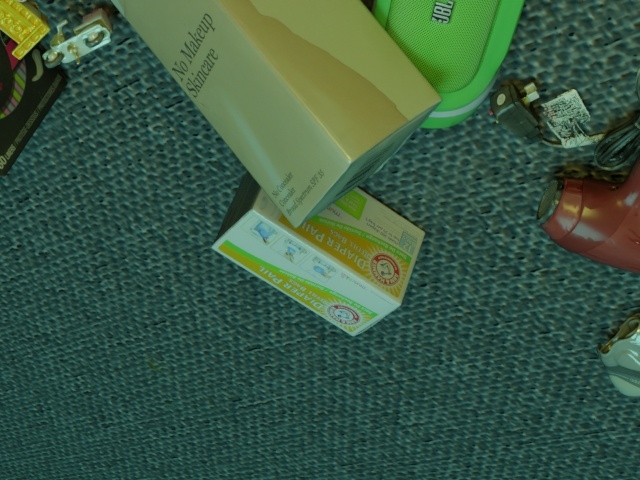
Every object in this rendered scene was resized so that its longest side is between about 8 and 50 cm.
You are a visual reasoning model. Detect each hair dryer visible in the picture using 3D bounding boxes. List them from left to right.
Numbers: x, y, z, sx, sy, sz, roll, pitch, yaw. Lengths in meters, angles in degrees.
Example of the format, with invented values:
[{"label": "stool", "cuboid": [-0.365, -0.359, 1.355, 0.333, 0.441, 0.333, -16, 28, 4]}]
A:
[{"label": "hair dryer", "cuboid": [0.310, -0.051, 1.223, 0.223, 0.080, 0.293, -10, 133, 35]}]

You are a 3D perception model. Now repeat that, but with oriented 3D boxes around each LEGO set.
[{"label": "LEGO set", "cuboid": [-0.322, -0.303, 1.251, 0.132, 0.107, 0.287, -23, 128, 0]}]

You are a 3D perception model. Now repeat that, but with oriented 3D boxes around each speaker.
[{"label": "speaker", "cuboid": [0.114, -0.231, 1.063, 0.131, 0.131, 0.296, 18, 143, 6]}]

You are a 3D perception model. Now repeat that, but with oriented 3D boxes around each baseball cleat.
[{"label": "baseball cleat", "cuboid": [0.407, 0.127, 1.403, 0.206, 0.072, 0.109, -16, 122, 35]}]

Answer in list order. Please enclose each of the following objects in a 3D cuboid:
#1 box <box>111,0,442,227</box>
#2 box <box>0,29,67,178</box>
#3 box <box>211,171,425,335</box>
[{"label": "box", "cuboid": [-0.055, -0.183, 1.104, 0.311, 0.121, 0.148, 50, 149, 6]}, {"label": "box", "cuboid": [-0.430, -0.203, 1.341, 0.143, 0.165, 0.270, -9, 134, 35]}, {"label": "box", "cuboid": [0.000, 0.000, 1.417, 0.203, 0.114, 0.103, 32, 142, -15]}]
